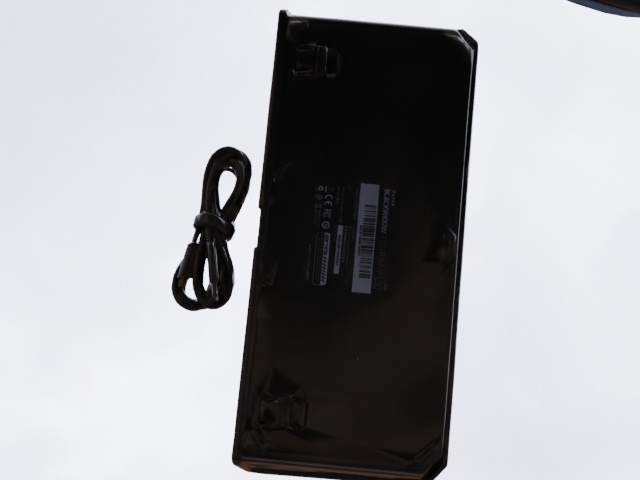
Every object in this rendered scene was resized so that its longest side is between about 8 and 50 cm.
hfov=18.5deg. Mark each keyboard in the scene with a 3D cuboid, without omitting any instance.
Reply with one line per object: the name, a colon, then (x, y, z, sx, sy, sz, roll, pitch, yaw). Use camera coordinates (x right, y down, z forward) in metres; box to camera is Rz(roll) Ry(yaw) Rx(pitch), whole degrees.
keyboard: (0.000, 0.000, 0.745, 0.108, 0.180, 0.023, 5, -17, 0)

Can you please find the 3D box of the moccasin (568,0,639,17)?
moccasin: (0.000, -0.177, 0.642, 0.342, 0.117, 0.137, 21, -63, 4)
